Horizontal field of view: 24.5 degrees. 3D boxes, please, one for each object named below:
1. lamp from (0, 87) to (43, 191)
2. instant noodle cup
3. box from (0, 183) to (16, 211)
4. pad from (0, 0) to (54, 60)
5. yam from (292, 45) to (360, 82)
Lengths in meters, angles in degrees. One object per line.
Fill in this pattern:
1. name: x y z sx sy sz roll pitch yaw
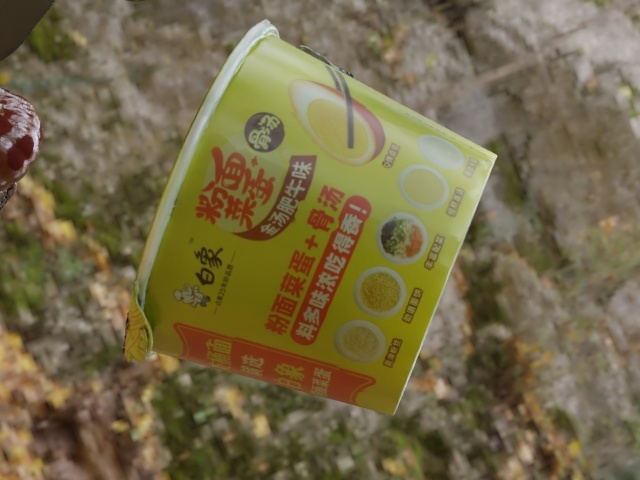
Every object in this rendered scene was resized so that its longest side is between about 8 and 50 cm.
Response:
1. lamp: -0.292 -0.088 1.293 0.101 0.101 0.090 58 -5 32
2. instant noodle cup: 0.000 0.000 1.216 0.221 0.311 0.311 21 -31 6
3. box: -0.510 -0.104 1.530 0.297 0.190 0.225 30 -16 29
4. pad: -0.165 -0.188 1.102 0.323 0.250 0.055 8 -43 20
5. yam: 0.009 -0.153 2.080 0.271 0.202 0.201 25 28 -52
